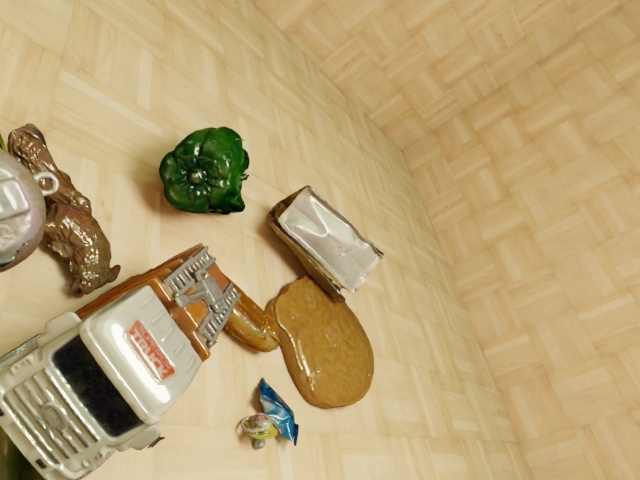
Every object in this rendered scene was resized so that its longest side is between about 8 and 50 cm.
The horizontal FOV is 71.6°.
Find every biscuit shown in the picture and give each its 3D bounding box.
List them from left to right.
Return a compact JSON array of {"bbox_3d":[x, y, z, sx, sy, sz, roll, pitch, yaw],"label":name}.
[{"bbox_3d":[0.023,0.263,1.206,0.365,0.062,0.385,61,26,6],"label":"biscuit"}]

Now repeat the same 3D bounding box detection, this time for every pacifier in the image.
[{"bbox_3d":[-0.121,0.373,0.859,0.068,0.083,0.064,2,98,-22],"label":"pacifier"}]

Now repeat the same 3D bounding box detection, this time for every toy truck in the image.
[{"bbox_3d":[-0.244,0.130,0.627,0.173,0.207,0.387,58,6,-9],"label":"toy truck"}]

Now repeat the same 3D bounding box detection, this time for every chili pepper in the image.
[{"bbox_3d":[-0.263,-0.167,1.053,0.167,0.213,0.385,10,12,-1],"label":"chili pepper"}]

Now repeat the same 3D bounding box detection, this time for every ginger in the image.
[{"bbox_3d":[-0.430,-0.048,0.734,0.290,0.084,0.122,65,24,-3],"label":"ginger"}]

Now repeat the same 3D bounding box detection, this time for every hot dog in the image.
[{"bbox_3d":[-0.177,0.162,0.961,0.250,0.076,0.104,50,8,-24],"label":"hot dog"}]

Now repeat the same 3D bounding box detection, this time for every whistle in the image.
[{"bbox_3d":[-0.498,-0.015,0.536,0.348,0.189,0.189,-34,92,-42],"label":"whistle"}]

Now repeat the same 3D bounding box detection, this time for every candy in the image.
[{"bbox_3d":[-0.087,0.357,0.934,0.136,0.038,0.088,55,7,-4],"label":"candy"}]

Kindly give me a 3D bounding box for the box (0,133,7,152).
[{"bbox_3d":[-0.572,-0.151,0.610,0.220,0.064,0.141,-4,66,-63],"label":"box"}]

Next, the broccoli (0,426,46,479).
[{"bbox_3d":[-0.343,0.344,0.454,0.275,0.177,0.198,38,56,23],"label":"broccoli"}]

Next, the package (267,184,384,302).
[{"bbox_3d":[-0.014,0.023,1.264,0.311,0.221,0.165,44,60,-17],"label":"package"}]
